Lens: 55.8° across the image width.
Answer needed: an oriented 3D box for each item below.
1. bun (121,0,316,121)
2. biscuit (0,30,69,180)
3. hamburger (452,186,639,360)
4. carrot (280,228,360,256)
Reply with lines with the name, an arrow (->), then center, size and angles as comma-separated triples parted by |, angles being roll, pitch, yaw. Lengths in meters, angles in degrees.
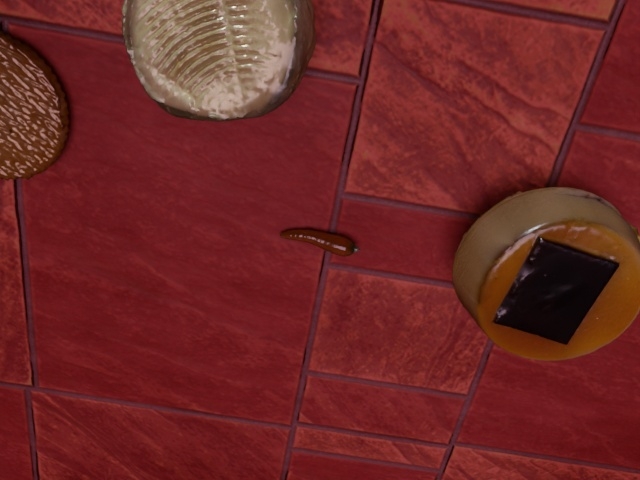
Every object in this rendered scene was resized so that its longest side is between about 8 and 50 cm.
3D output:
bun -> -0.130, -0.288, 0.826 | 0.260, 0.152, 0.259 | 2, 108, 7
biscuit -> -0.520, -0.213, 0.953 | 0.254, 0.035, 0.253 | 2, 118, 3
hamburger -> 0.365, 0.052, 0.974 | 0.301, 0.176, 0.300 | 2, 120, 3
carrot -> 0.000, 0.000, 1.048 | 0.142, 0.035, 0.035 | 15, 119, 3
